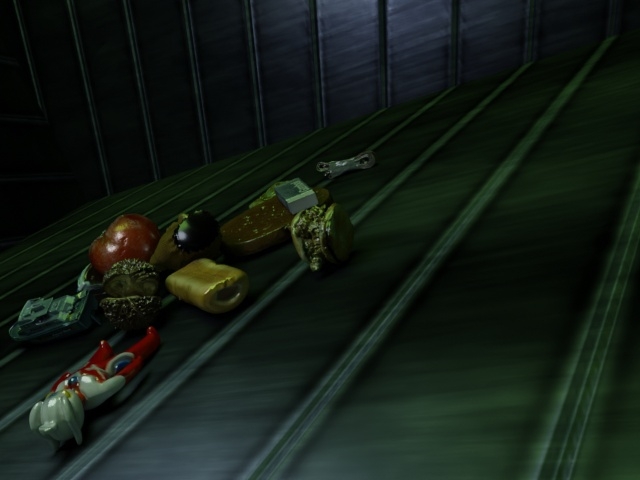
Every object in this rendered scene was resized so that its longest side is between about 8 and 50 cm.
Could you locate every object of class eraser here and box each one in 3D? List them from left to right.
[{"bbox_3d":[-0.077,-0.138,1.917,0.092,0.046,0.212,-22,22,-8],"label":"eraser"}]

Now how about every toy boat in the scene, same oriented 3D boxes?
[{"bbox_3d":[-0.759,0.220,1.732,0.296,0.122,0.114,-17,41,20],"label":"toy boat"},{"bbox_3d":[-0.695,0.117,2.006,0.115,0.114,0.262,-50,-3,36],"label":"toy boat"}]

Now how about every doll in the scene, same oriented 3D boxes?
[{"bbox_3d":[-0.460,0.287,1.258,0.189,0.099,0.384,-18,15,8],"label":"doll"}]

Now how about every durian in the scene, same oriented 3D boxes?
[{"bbox_3d":[-0.466,0.143,1.576,0.167,0.196,0.196,5,24,12],"label":"durian"}]

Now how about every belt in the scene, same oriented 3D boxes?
[{"bbox_3d":[0.101,-0.285,2.355,0.232,0.071,0.053,-11,13,20],"label":"belt"}]

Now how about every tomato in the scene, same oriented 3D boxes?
[{"bbox_3d":[-0.585,0.027,1.902,0.232,0.188,0.232,-40,18,16],"label":"tomato"}]

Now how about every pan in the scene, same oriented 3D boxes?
[{"bbox_3d":[-0.620,0.163,1.865,0.202,0.048,0.128,-10,10,-29],"label":"pan"}]

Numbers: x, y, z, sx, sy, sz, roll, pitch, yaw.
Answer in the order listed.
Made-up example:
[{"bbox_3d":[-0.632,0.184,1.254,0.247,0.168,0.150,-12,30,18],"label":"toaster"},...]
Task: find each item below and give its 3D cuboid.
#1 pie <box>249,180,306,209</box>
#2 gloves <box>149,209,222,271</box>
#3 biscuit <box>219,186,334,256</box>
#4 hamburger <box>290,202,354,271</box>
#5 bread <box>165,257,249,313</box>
[{"bbox_3d":[-0.158,-0.161,2.292,0.241,0.054,0.240,-18,20,7],"label":"pie"},{"bbox_3d":[-0.384,0.019,1.792,0.203,0.155,0.356,-50,15,-23],"label":"gloves"},{"bbox_3d":[-0.129,-0.052,1.913,0.395,0.070,0.350,-28,23,-21],"label":"biscuit"},{"bbox_3d":[0.000,0.000,1.498,0.131,0.159,0.184,-8,48,24],"label":"hamburger"},{"bbox_3d":[-0.282,0.115,1.552,0.142,0.091,0.305,-37,22,-23],"label":"bread"}]
